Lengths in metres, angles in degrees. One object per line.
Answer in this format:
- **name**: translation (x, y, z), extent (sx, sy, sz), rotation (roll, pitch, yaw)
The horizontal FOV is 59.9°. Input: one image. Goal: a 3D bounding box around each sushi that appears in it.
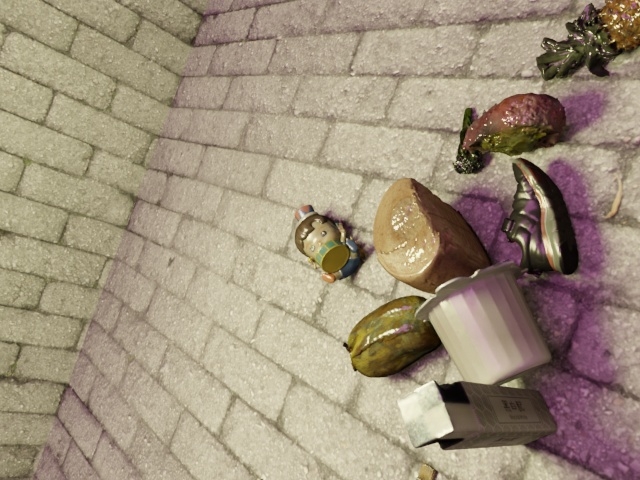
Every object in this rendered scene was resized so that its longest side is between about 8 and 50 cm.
- **sushi**: translation (0.448, -0.272, 1.311), extent (0.240, 0.161, 0.108), rotation (3, 73, 26)

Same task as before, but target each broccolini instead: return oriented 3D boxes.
- **broccolini**: translation (0.381, -0.267, 1.476), extent (0.091, 0.068, 0.203), rotation (126, 146, -58)

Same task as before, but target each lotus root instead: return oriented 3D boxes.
- **lotus root**: translation (0.191, 0.239, 1.405), extent (0.274, 0.160, 0.152), rotation (-33, 30, 31)

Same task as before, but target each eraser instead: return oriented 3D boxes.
- **eraser**: translation (0.312, 0.333, 1.060), extent (0.096, 0.403, 0.098), rotation (-39, 52, 30)

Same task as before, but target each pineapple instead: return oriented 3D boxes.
- **pineapple**: translation (0.641, -0.462, 1.247), extent (0.310, 0.141, 0.170), rotation (-22, 84, 46)

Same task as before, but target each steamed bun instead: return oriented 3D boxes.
- **steamed bun**: translation (0.255, 0.018, 1.354), extent (0.199, 0.251, 0.301), rotation (-44, 39, 25)

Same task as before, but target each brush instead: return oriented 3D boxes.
- **brush**: translation (0.232, 0.616, 1.319), extent (0.043, 0.014, 0.170), rotation (17, 88, 49)

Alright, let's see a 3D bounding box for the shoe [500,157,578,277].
- **shoe**: translation (0.481, -0.046, 1.262), extent (0.137, 0.114, 0.291), rotation (-28, 60, 41)

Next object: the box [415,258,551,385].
- **box**: translation (0.350, 0.187, 1.148), extent (0.262, 0.291, 0.207), rotation (-31, 67, 15)

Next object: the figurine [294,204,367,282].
- **figurine**: translation (0.005, 0.004, 1.677), extent (0.161, 0.158, 0.275), rotation (-52, 45, 4)
